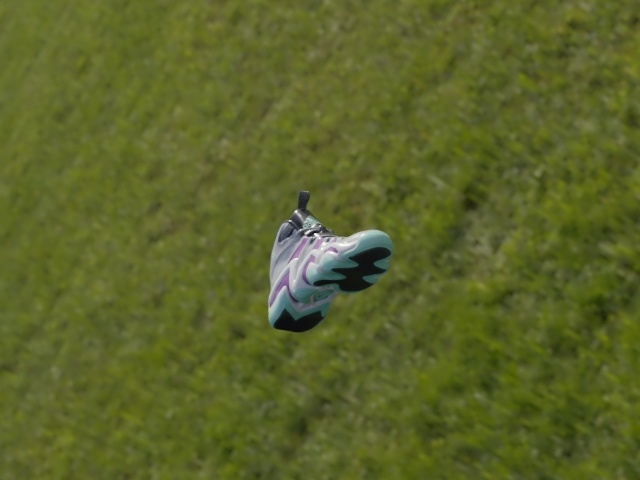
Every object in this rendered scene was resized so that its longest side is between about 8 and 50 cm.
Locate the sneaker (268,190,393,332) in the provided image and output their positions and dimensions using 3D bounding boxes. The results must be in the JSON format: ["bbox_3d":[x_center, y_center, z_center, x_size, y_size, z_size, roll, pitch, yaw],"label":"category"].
[{"bbox_3d":[0.000,0.000,0.888,0.098,0.038,0.069,-36,50,41],"label":"sneaker"}]
